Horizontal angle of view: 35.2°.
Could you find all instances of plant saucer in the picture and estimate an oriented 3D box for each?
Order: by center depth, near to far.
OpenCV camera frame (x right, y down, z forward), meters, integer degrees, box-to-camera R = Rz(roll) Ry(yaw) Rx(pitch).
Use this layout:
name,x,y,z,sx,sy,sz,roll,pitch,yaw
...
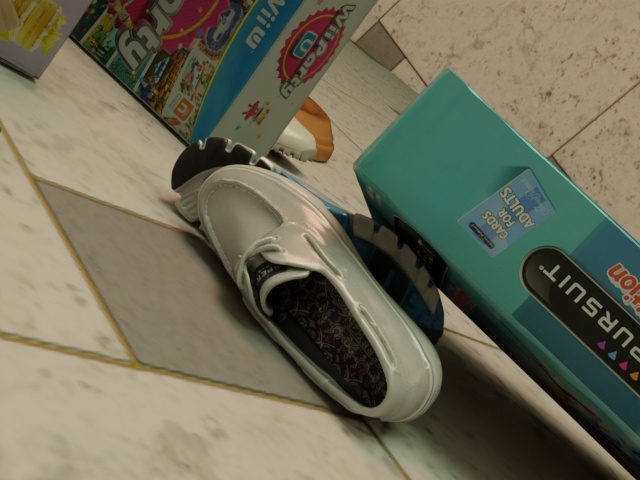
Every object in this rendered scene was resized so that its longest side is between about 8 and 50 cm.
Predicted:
name,x,y,z,sx,sy,sz,roll,pitch,yaw
plant saucer,-0.062,-0.156,1.050,0.200,0.037,0.200,35,14,-10

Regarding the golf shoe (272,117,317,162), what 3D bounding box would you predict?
name,x,y,z,sx,sy,sz,roll,pitch,yaw
golf shoe,-0.062,-0.145,0.913,0.176,0.086,0.069,39,12,3

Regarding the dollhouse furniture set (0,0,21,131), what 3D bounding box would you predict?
name,x,y,z,sx,sy,sz,roll,pitch,yaw
dollhouse furniture set,-0.148,-0.124,0.488,0.076,0.152,0.058,28,15,-37

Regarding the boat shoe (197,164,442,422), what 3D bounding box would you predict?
name,x,y,z,sx,sy,sz,roll,pitch,yaw
boat shoe,-0.013,0.025,0.539,0.184,0.066,0.063,53,18,21

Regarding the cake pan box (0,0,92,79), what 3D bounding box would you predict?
name,x,y,z,sx,sy,sz,roll,pitch,yaw
cake pan box,-0.179,-0.271,0.703,0.070,0.246,0.267,31,13,-37

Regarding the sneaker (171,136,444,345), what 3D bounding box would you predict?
name,x,y,z,sx,sy,sz,roll,pitch,yaw
sneaker,0.000,0.000,0.631,0.190,0.071,0.083,39,8,6

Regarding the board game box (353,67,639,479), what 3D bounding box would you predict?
name,x,y,z,sx,sy,sz,roll,pitch,yaw
board game box,0.171,0.065,0.628,0.336,0.079,0.254,44,-1,9

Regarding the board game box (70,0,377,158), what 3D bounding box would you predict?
name,x,y,z,sx,sy,sz,roll,pitch,yaw
board game box,-0.107,-0.238,0.816,0.303,0.224,0.097,42,13,22
